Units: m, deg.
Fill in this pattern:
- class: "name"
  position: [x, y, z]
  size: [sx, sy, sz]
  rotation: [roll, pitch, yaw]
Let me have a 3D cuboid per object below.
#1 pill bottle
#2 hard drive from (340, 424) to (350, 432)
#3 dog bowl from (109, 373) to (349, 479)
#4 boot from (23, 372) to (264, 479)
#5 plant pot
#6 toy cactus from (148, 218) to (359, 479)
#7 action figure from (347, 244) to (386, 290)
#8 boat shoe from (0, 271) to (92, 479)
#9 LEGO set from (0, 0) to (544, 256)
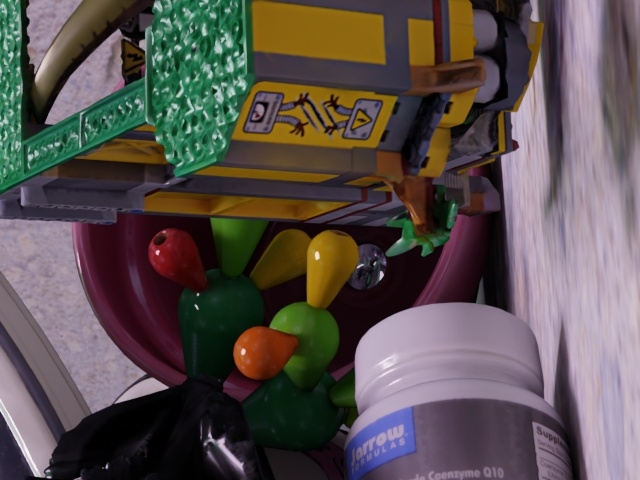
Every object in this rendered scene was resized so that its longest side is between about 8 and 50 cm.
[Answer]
- class: "pill bottle"
  position: [0.047, 0.095, 0.629]
  size: [0.078, 0.078, 0.137]
  rotation: [86, -179, -55]
- class: "hard drive"
  position: [0.023, 0.235, 1.424]
  size: [0.233, 0.047, 0.353]
  rotation: [-93, -22, -46]
- class: "dog bowl"
  position: [-0.037, 0.279, 1.025]
  size: [0.408, 0.150, 0.408]
  rotation: [-31, 55, 59]
- class: "boot"
  position: [-0.010, 0.144, 0.684]
  size: [0.246, 0.094, 0.207]
  rotation: [-24, -86, -67]
- class: "plant pot"
  position: [0.000, 0.000, 0.956]
  size: [0.180, 0.201, 0.201]
  rotation: [40, -136, -67]
- class: "toy cactus"
  position: [-0.030, 0.085, 0.806]
  size: [0.112, 0.180, 0.219]
  rotation: [-41, -71, -53]
- class: "action figure"
  position: [0.025, 0.087, 1.220]
  size: [0.164, 0.141, 0.275]
  rotation: [-22, -75, -88]
- class: "boat shoe"
  position: [-0.127, 0.212, 0.766]
  size: [0.187, 0.156, 0.500]
  rotation: [120, 132, -70]
- class: "LEGO set"
  position: [0.014, -0.138, 0.588]
  size: [0.255, 0.192, 0.331]
  rotation: [-32, 60, 57]
